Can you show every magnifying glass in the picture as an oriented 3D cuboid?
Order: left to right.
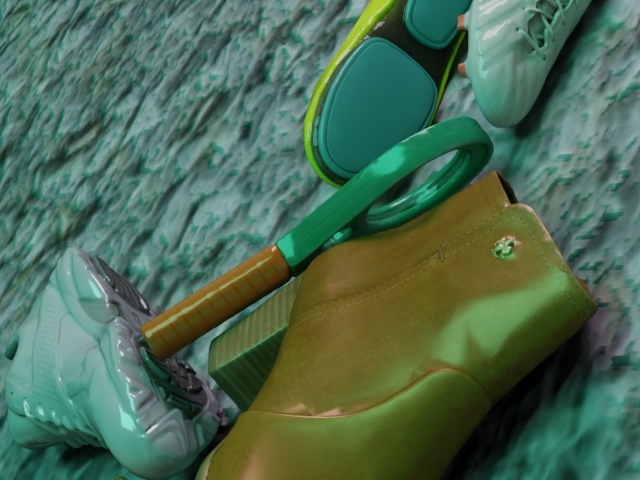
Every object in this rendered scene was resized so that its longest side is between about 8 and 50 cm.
[{"bbox_3d":[0.000,0.000,0.911,0.231,0.092,0.026,-30,72,-5],"label":"magnifying glass"}]

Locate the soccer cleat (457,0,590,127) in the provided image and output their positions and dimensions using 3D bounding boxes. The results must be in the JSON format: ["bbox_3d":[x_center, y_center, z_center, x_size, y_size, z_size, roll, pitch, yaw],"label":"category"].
[{"bbox_3d":[0.138,-0.152,0.975,0.076,0.068,0.196,-8,46,33],"label":"soccer cleat"}]

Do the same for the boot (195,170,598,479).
[{"bbox_3d":[0.047,0.087,0.793,0.211,0.104,0.295,-31,35,15],"label":"boot"}]

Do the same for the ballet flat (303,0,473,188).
[{"bbox_3d":[0.046,-0.118,1.028,0.077,0.077,0.231,-21,35,58],"label":"ballet flat"}]

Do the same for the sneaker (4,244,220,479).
[{"bbox_3d":[-0.139,0.098,0.974,0.115,0.090,0.232,-48,28,3],"label":"sneaker"}]

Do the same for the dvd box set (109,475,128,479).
[{"bbox_3d":[-0.140,0.302,0.700,0.307,0.062,0.420,-27,35,-17],"label":"dvd box set"}]
